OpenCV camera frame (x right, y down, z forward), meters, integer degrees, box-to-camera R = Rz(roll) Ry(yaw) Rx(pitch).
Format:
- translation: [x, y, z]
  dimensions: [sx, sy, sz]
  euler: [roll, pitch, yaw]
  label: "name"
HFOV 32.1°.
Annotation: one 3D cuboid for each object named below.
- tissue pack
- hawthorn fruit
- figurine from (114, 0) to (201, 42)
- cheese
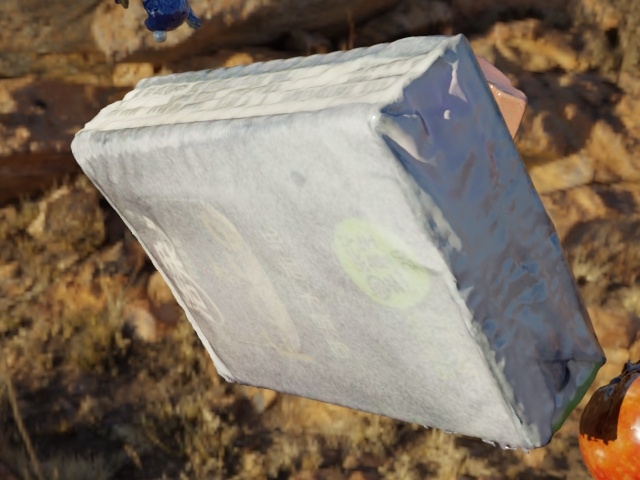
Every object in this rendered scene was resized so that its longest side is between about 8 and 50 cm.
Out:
- translation: [0.000, 0.000, 0.879]
  dimensions: [0.124, 0.288, 0.394]
  euler: [-43, 28, -29]
  label: "tissue pack"
- translation: [0.281, 0.164, 0.846]
  dimensions: [0.148, 0.148, 0.172]
  euler: [-22, 78, -34]
  label: "hawthorn fruit"
- translation: [-0.206, -0.379, 1.386]
  dimensions: [0.121, 0.262, 0.164]
  euler: [-18, 1, 32]
  label: "figurine"
- translation: [0.165, -0.202, 1.499]
  dimensions: [0.203, 0.128, 0.177]
  euler: [15, 31, 0]
  label: "cheese"
